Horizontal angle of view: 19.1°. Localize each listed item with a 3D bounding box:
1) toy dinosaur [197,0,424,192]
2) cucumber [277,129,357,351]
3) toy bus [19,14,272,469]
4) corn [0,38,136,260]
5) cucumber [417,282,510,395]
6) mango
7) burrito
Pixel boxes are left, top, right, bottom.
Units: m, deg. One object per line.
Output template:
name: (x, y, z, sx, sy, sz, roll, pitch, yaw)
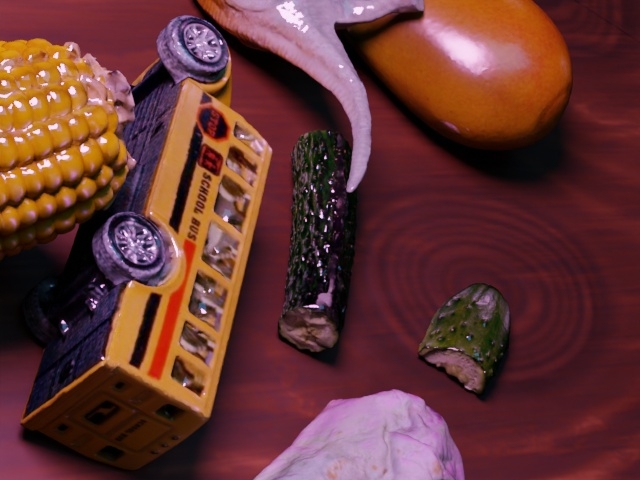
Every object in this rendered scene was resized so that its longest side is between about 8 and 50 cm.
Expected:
toy dinosaur: (-0.005, -0.198, 1.550, 0.206, 0.092, 0.393, -14, 67, 8)
cucumber: (0.001, 0.000, 1.470, 0.058, 0.058, 0.187, 20, 49, -19)
toy bus: (-0.115, -0.005, 1.355, 0.123, 0.121, 0.335, 32, 45, -21)
corn: (-0.299, -0.023, 1.196, 0.387, 0.144, 0.144, -23, 70, -21)
cucumber: (0.125, 0.067, 1.515, 0.067, 0.035, 0.107, 34, 43, -4)
mango: (0.117, -0.168, 1.630, 0.221, 0.120, 0.151, 41, 48, 15)
burrito: (0.018, 0.189, 1.316, 0.144, 0.089, 0.229, 44, 47, 0)
